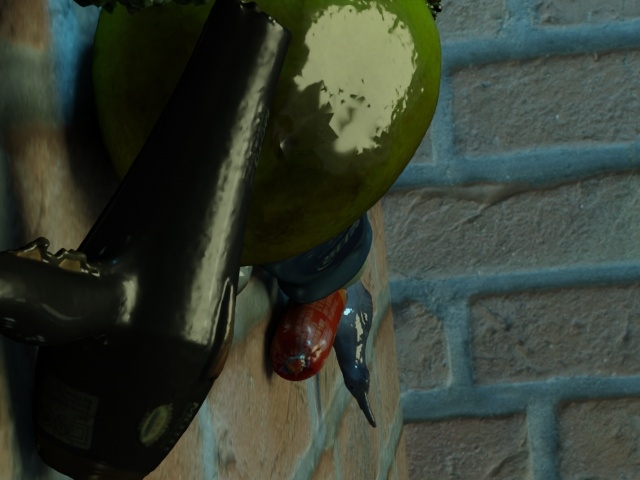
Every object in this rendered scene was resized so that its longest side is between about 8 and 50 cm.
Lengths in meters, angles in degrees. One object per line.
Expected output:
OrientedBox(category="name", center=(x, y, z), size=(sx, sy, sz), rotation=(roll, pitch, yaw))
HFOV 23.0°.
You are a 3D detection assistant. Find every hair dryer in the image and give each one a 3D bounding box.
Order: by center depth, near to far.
OrientedBox(category="hair dryer", center=(-0.131, -0.004, 0.830), size=(0.304, 0.120, 0.359), rotation=(-68, 159, 6))

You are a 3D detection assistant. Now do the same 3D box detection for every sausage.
OrientedBox(category="sausage", center=(-0.016, 0.105, 1.875), size=(0.274, 0.074, 0.074), rotation=(-65, 149, -74))

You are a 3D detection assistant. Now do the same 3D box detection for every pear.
OrientedBox(category="pear", center=(-0.044, -0.127, 1.184), size=(0.269, 0.269, 0.321), rotation=(77, 29, -45))

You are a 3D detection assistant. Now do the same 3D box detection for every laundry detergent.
OrientedBox(category="laundry detergent", center=(0.000, 0.000, 1.807), size=(0.143, 0.094, 0.290), rotation=(-54, 160, -7))

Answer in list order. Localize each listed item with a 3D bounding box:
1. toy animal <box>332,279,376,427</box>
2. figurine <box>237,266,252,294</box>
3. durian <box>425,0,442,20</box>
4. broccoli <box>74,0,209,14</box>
OrientedBox(category="toy animal", center=(0.028, 0.068, 2.235), size=(0.367, 0.081, 0.206), rotation=(-98, 173, -48))
OrientedBox(category="figurine", center=(-0.099, 0.018, 1.358), size=(0.086, 0.082, 0.094), rotation=(-112, -163, -45))
OrientedBox(category="durian", center=(-0.006, -0.269, 1.564), size=(0.258, 0.258, 0.293), rotation=(-8, 111, -83))
OrientedBox(category="broccoli", center=(-0.092, -0.270, 0.871), size=(0.317, 0.277, 0.338), rotation=(57, 13, -31))
